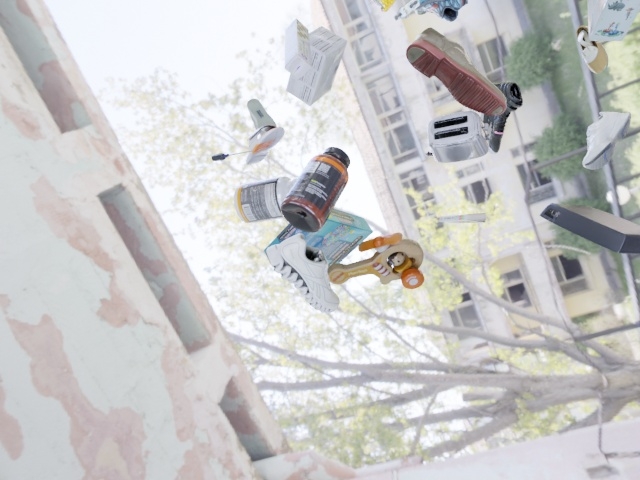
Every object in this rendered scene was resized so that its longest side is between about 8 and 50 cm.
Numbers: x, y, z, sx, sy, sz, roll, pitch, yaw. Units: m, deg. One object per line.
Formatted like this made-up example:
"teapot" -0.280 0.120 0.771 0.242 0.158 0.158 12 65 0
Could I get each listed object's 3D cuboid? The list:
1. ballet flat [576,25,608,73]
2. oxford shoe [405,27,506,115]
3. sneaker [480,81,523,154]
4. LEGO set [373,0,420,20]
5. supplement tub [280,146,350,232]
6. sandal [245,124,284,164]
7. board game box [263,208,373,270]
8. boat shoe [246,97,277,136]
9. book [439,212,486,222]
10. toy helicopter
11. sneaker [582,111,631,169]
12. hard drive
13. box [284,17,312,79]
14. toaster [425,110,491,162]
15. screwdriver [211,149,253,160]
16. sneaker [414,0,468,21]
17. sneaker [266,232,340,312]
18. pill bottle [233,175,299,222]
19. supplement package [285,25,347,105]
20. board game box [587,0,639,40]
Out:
"ballet flat" 1.001 -0.713 1.708 0.080 0.073 0.232 123 156 -54
"oxford shoe" 0.430 -0.515 1.374 0.348 0.130 0.123 37 162 -5
"sneaker" 0.737 -0.504 1.859 0.104 0.146 0.296 -5 -85 -33
"LEGO set" 0.162 -0.746 1.272 0.287 0.132 0.107 62 -167 -14
"supplement tub" -0.002 -0.120 1.030 0.198 0.106 0.106 -60 -43 -29
"sandal" -0.220 -0.351 1.630 0.102 0.265 0.076 -23 -94 -33
"board game box" 0.000 0.000 1.644 0.336 0.254 0.079 12 -140 -53
"boat shoe" -0.237 -0.490 1.920 0.228 0.079 0.081 61 174 17
"book" 0.527 -0.082 1.703 0.144 0.096 0.035 178 93 -66
"toy helicopter" 0.192 0.077 1.645 0.140 0.354 0.235 -98 -8 -48
"sneaker" 1.140 -0.408 1.868 0.129 0.297 0.111 28 161 39
"hard drive" 0.726 -0.036 1.195 0.255 0.171 0.054 -128 45 -60
"box" -0.076 -0.642 1.522 0.063 0.067 0.324 33 -147 -30
"toaster" 0.453 -0.349 1.551 0.146 0.226 0.129 32 -122 -59
"screwdriver" -0.282 -0.276 1.456 0.025 0.169 0.024 58 -139 -32
"sneaker" 0.366 -0.726 1.418 0.125 0.104 0.262 56 180 -16
"sneaker" -0.018 0.095 1.248 0.292 0.118 0.110 48 -171 -37
"pill bottle" -0.181 -0.162 1.782 0.162 0.278 0.162 -8 -90 -70
"supplement package" -0.020 -0.787 2.070 0.145 0.262 0.204 34 -130 7
"board game box" 0.813 -0.729 1.212 0.303 0.097 0.224 71 -152 -62
